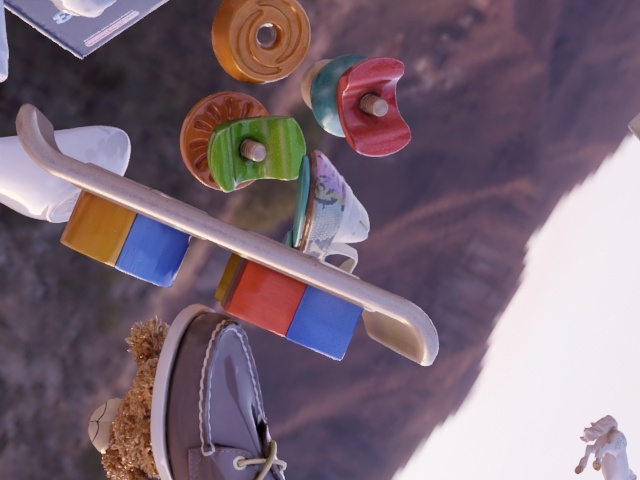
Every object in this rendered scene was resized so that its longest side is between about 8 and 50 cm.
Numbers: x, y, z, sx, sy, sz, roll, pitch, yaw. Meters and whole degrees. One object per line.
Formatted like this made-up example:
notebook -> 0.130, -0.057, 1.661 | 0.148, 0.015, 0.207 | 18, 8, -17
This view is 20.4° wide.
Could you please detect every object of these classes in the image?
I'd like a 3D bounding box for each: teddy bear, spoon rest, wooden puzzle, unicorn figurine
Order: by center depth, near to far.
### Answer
wooden puzzle -> -0.089, 0.012, 1.409 | 0.080, 0.348, 0.322 | -62, -174, -1
spoon rest -> -0.299, -0.059, 1.714 | 0.276, 0.084, 0.137 | -15, 158, -46
unicorn figurine -> 0.348, 0.282, 2.138 | 0.111, 0.060, 0.162 | -38, 136, -49
teddy bear -> -0.206, 0.220, 2.153 | 0.338, 0.113, 0.245 | -165, -107, -70

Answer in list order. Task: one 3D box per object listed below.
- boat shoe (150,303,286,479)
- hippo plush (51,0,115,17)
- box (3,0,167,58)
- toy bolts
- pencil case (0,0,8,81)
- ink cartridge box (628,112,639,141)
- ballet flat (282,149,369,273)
boat shoe -> -0.074, 0.215, 1.512 | 0.116, 0.096, 0.324 | -17, 110, -53
hippo plush -> -0.354, -0.289, 1.785 | 0.236, 0.234, 0.294 | -25, -145, 5
box -> -0.258, -0.371, 2.233 | 0.295, 0.073, 0.293 | -31, 159, 9
toy bolts -> -0.037, -0.166, 1.833 | 0.158, 0.228, 0.218 | -151, -124, -62
pencil case -> -0.356, -0.268, 1.639 | 0.113, 0.124, 0.273 | 0, 86, -62
ink cartridge box -> 0.452, -0.135, 1.640 | 0.289, 0.121, 0.211 | -45, -156, 13
ballet flat -> 0.000, 0.000, 1.652 | 0.221, 0.079, 0.077 | 109, -12, -46
